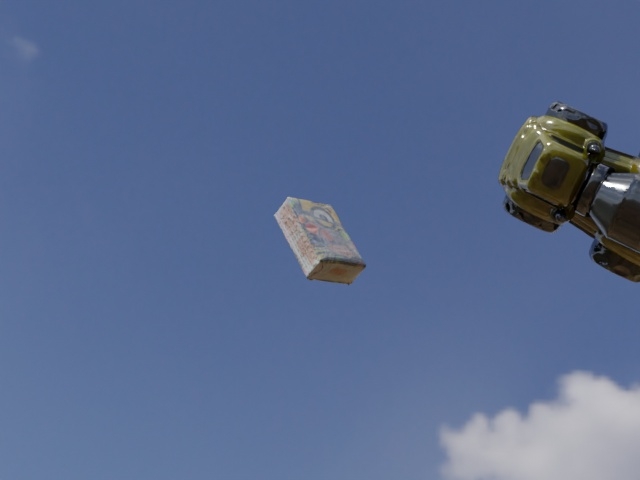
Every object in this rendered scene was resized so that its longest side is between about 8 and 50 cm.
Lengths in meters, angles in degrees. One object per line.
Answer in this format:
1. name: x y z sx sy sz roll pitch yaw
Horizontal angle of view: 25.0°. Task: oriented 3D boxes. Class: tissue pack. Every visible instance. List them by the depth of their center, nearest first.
1. tissue pack: 0.000 0.000 1.368 0.063 0.083 0.035 9 -50 -45

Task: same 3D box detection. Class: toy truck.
1. toy truck: 0.304 -0.050 1.544 0.224 0.147 0.165 27 10 3
